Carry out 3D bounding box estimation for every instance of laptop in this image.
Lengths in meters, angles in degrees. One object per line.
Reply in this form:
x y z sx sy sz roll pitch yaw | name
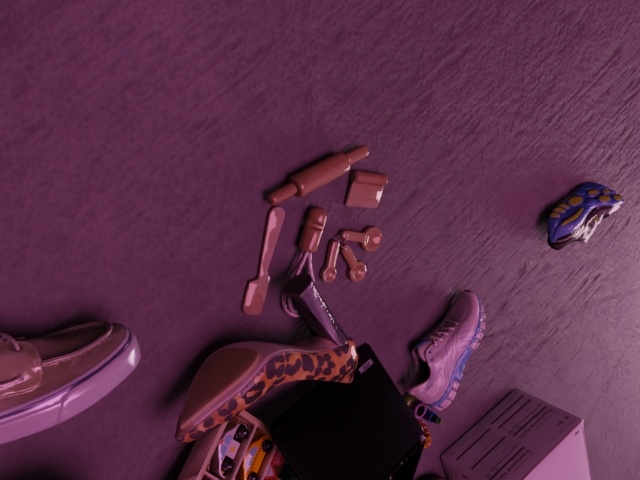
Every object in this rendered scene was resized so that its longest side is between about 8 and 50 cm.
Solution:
0.031 0.327 1.228 0.234 0.137 0.264 -33 144 -45 | laptop

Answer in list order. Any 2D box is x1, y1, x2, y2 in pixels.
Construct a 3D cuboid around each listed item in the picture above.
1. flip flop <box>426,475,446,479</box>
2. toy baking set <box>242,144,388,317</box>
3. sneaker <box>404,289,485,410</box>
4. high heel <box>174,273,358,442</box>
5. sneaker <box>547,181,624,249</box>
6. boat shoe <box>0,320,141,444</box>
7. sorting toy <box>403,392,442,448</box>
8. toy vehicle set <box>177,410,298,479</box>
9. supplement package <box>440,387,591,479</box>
0.196 0.522 1.424 0.112 0.080 0.277 0 90 -44 | flip flop
0.000 -0.007 1.135 0.256 0.030 0.196 -26 120 -32 | toy baking set
0.185 0.159 1.326 0.083 0.071 0.190 26 81 -26 | sneaker
-0.055 0.192 1.096 0.261 0.093 0.186 -47 129 -23 | high heel
0.446 -0.041 1.488 0.188 0.067 0.078 -29 142 -32 | sneaker
-0.323 0.142 0.864 0.302 0.109 0.094 -24 117 -29 | boat shoe
0.157 0.283 1.357 0.061 0.042 0.102 -21 117 -34 | sorting toy
-0.123 0.357 1.097 0.166 0.035 0.267 41 62 -36 | toy vehicle set
0.347 0.431 1.498 0.204 0.145 0.261 -34 123 -27 | supplement package
